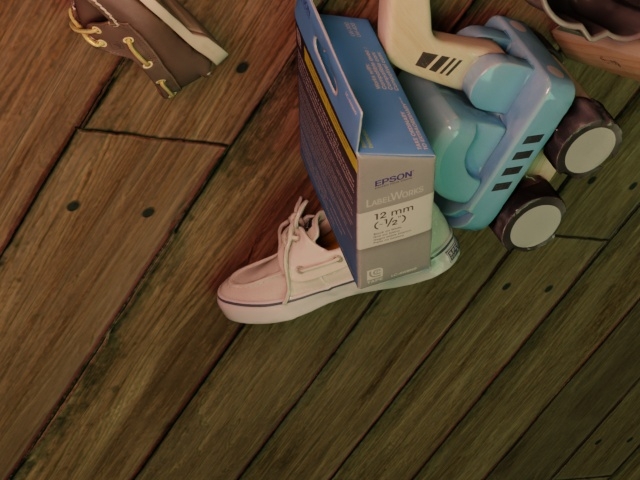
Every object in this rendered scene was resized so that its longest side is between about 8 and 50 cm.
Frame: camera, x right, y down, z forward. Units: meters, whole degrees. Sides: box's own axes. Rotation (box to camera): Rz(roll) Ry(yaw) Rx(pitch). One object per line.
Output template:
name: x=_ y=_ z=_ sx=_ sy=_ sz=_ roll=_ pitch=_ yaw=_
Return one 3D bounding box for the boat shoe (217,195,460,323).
boat shoe: x=-0.001 y=0.005 z=2.276 sx=0.367 sy=0.136 sz=0.156 roll=-14 pitch=119 yaw=25

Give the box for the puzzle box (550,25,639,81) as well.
puzzle box: x=0.490 y=-0.318 z=2.173 sx=0.272 sy=0.409 sz=0.052 roll=-35 pitch=106 yaw=-1

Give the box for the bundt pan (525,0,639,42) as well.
bundt pan: x=0.342 y=-0.416 z=2.016 sx=0.331 sy=0.124 sz=0.330 roll=-9 pitch=109 yaw=-27

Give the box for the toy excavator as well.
toy excavator: x=0.188 y=-0.211 z=2.169 sx=0.445 sy=0.222 sz=0.433 roll=6 pitch=128 yaw=-36

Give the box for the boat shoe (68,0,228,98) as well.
boat shoe: x=-0.218 y=-0.248 z=1.805 sx=0.097 sy=0.116 sz=0.324 roll=-44 pitch=153 yaw=7

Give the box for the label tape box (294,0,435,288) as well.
label tape box: x=0.056 y=-0.143 z=2.054 sx=0.115 sy=0.249 sz=0.347 roll=-14 pitch=144 yaw=-11
